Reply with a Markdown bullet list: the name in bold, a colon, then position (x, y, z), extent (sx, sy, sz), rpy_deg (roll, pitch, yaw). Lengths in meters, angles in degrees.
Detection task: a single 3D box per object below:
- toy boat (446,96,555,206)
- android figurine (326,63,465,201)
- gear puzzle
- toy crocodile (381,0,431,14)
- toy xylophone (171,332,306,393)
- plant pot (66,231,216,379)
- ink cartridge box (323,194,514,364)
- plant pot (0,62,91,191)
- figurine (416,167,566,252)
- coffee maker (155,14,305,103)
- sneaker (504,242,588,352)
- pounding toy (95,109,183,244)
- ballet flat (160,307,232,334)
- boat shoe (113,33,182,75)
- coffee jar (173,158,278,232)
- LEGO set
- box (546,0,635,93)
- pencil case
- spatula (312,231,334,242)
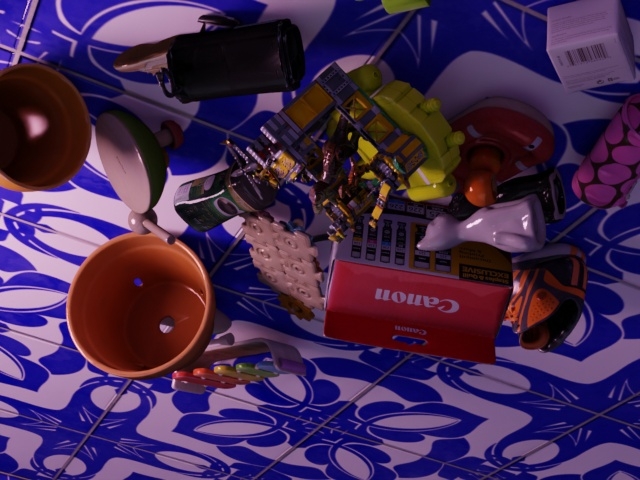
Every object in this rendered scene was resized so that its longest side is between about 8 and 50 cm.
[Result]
- **toy boat**: position (0.262, -0.121, 1.735), extent (0.151, 0.151, 0.231), rpy_deg (29, 142, -29)
- **android figurine**: position (0.117, -0.161, 1.694), extent (0.248, 0.056, 0.273), rpy_deg (52, 154, -14)
- **gear puzzle**: position (-0.053, 0.055, 2.106), extent (0.175, 0.044, 0.339), rpy_deg (23, 150, 25)
- **toy crocodile**: position (0.046, -0.416, 1.400), extent (0.115, 0.105, 0.340), rpy_deg (-17, 134, 34)
- **toy xylophone**: position (-0.206, 0.277, 2.457), extent (0.323, 0.081, 0.236), rpy_deg (-17, 157, 38)
- **plant pot**: position (-0.333, 0.149, 2.189), extent (0.291, 0.290, 0.203), rpy_deg (1, 162, 11)
- **ink cartridge box**: position (0.170, 0.060, 1.900), extent (0.310, 0.271, 0.130), rpy_deg (9, 129, -1)
- **plant pot**: position (-0.516, -0.177, 1.806), extent (0.188, 0.205, 0.205), rpy_deg (-4, 148, 45)
- **figurine**: position (0.280, -0.039, 1.824), extent (0.209, 0.215, 0.092), rpy_deg (-7, 108, 29)
- **coffee maker**: position (-0.123, -0.254, 1.606), extent (0.178, 0.171, 0.120), rpy_deg (-5, 128, 17)
- **sneaker**: position (0.353, 0.129, 2.063), extent (0.125, 0.180, 0.321), rpy_deg (33, 139, -32)
- **pounding toy**: position (-0.286, -0.125, 1.880), extent (0.183, 0.110, 0.236), rpy_deg (11, 122, 56)
- **ballet flat**: position (-0.313, 0.146, 2.341), extent (0.249, 0.086, 0.086), rpy_deg (6, 147, 5)
- **boat shoe**: position (-0.259, -0.280, 1.705), extent (0.135, 0.050, 0.045), rpy_deg (-8, 138, 24)
- **coffee jar**: position (-0.168, -0.082, 1.955), extent (0.184, 0.079, 0.096), rpy_deg (-19, 131, 35)
- **LEGO set**: position (-0.009, -0.102, 1.687), extent (0.255, 0.192, 0.331), rpy_deg (49, 156, -9)
- **box**: position (0.379, -0.276, 1.532), extent (0.101, 0.087, 0.102), rpy_deg (-10, 143, 26)
- **pencil case**: position (0.480, -0.135, 1.723), extent (0.098, 0.095, 0.209), rpy_deg (42, 151, 14)
- **spatula**: position (0.000, 0.000, 2.085), extent (0.297, 0.030, 0.084), rpy_deg (-4, 141, 18)
